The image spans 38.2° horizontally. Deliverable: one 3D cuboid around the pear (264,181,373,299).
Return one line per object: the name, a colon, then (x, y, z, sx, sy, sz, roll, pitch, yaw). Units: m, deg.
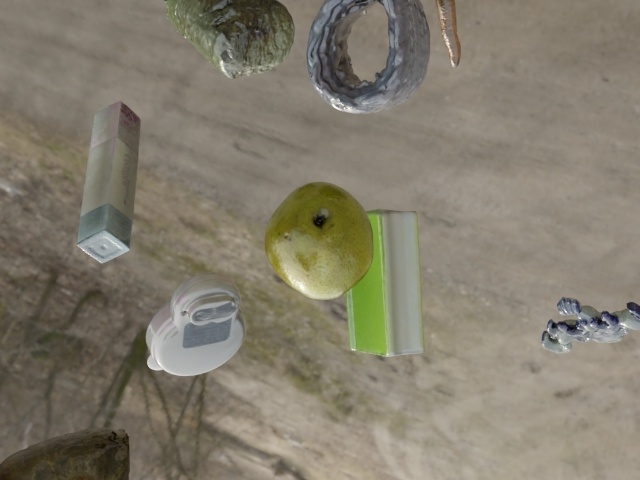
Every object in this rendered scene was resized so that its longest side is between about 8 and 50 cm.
pear: (0.001, 0.001, 1.534, 0.198, 0.198, 0.198, 20, 157, 9)

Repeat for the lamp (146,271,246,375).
lamp: (-0.221, 0.142, 1.651, 0.108, 0.180, 0.246, 58, 145, 33)

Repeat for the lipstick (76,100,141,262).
lipstick: (-0.370, -0.110, 1.633, 0.068, 0.317, 0.066, -24, 137, 22)

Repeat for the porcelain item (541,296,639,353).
porcelain item: (0.235, 0.068, 0.806, 0.075, 0.021, 0.136, 31, 148, -28)

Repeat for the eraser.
eraser: (0.115, 0.080, 1.792, 0.092, 0.274, 0.210, -4, 179, -22)

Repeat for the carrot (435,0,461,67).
carrot: (0.240, -0.393, 1.726, 0.036, 0.035, 0.165, 10, 133, 30)

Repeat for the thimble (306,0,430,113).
thimble: (0.085, -0.338, 1.611, 0.205, 0.236, 0.172, 29, -162, 12)

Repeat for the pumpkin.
pumpkin: (-0.388, 0.428, 1.297, 0.232, 0.324, 0.242, 5, 172, -22)

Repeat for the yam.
yam: (-0.199, -0.472, 1.965, 0.300, 0.195, 0.195, 45, 174, 39)
